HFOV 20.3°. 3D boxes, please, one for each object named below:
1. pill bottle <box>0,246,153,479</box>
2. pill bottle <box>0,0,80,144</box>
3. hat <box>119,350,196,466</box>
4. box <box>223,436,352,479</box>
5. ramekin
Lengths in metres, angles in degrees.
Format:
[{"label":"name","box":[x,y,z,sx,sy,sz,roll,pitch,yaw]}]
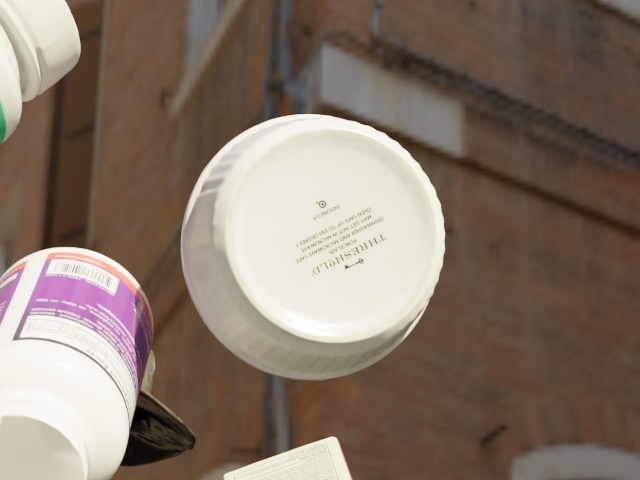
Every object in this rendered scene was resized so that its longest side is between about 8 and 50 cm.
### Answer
[{"label":"pill bottle","box":[-0.272,0.147,1.786,0.181,0.323,0.181,1,-65,2]},{"label":"pill bottle","box":[-0.413,-0.132,1.669,0.204,0.361,0.204,37,-27,23]},{"label":"hat","box":[-0.305,0.166,2.328,0.331,0.134,0.331,13,-30,8]},{"label":"box","box":[-0.012,0.360,2.067,0.148,0.232,0.127,-19,-58,-1]},{"label":"ramekin","box":[0.000,0.000,1.772,0.273,0.273,0.127,6,-8,-11]}]
